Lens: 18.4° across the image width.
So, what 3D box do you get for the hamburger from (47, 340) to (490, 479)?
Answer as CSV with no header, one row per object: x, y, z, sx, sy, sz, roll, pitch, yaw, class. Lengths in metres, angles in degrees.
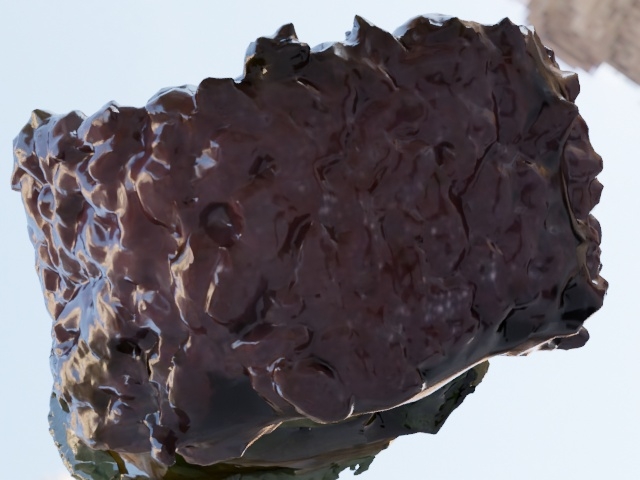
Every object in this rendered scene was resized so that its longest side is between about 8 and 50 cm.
-0.032,0.036,1.152,0.285,0.265,0.134,-40,-50,-23,hamburger

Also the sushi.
0.000,0.000,0.914,0.270,0.236,0.170,-13,-93,-30,sushi
